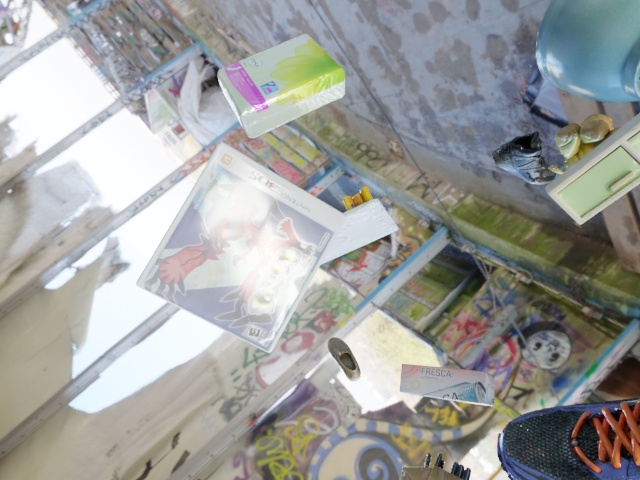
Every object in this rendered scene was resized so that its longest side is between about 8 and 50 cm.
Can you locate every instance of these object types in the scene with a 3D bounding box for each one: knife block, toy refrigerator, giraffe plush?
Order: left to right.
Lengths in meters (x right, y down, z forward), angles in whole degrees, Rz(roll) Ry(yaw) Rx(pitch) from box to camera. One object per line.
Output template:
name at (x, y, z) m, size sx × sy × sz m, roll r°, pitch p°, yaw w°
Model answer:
knife block at (0.326, 0.648, 1.012) m, size 0.242 × 0.088 × 0.276 m, roll 11°, pitch -175°, yaw -19°
giraffe plush at (0.741, -0.265, 1.095) m, size 0.182 × 0.170 × 0.210 m, roll 29°, pitch 154°, yaw 26°
toy refrigerator at (0.638, -0.163, 0.871) m, size 0.102 × 0.269 × 0.094 m, roll 47°, pitch -151°, yaw 5°

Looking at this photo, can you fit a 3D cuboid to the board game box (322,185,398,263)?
board game box at (0.000, 0.000, 1.090) m, size 0.050 × 0.390 × 0.390 m, roll 68°, pitch -167°, yaw 13°

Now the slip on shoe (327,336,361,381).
slip on shoe at (0.057, 0.286, 1.007) m, size 0.135 × 0.052 × 0.041 m, roll -123°, pitch 16°, yaw -48°

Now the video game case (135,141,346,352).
video game case at (-0.093, 0.010, 0.504) m, size 0.184 × 0.201 × 0.023 m, roll 30°, pitch 177°, yaw -10°

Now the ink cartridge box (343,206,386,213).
ink cartridge box at (0.137, -0.068, 1.374) m, size 0.105 × 0.181 × 0.061 m, roll 6°, pitch 109°, yaw 41°

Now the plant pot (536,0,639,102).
plant pot at (0.586, -0.373, 0.729) m, size 0.293 × 0.293 × 0.196 m, roll 59°, pitch -169°, yaw -45°

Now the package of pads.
package of pads at (-0.110, -0.428, 1.104) m, size 0.229 × 0.297 × 0.101 m, roll 59°, pitch 172°, yaw 34°

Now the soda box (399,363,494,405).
soda box at (0.259, 0.298, 0.843) m, size 0.183 × 0.062 × 0.058 m, roll -8°, pitch 154°, yaw 38°

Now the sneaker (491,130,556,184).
sneaker at (0.662, -0.252, 1.252) m, size 0.228 × 0.087 × 0.130 m, roll 22°, pitch 149°, yaw -14°

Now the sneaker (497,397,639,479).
sneaker at (0.209, 0.108, 0.225) m, size 0.221 × 0.083 × 0.087 m, roll -22°, pitch 115°, yaw 32°
